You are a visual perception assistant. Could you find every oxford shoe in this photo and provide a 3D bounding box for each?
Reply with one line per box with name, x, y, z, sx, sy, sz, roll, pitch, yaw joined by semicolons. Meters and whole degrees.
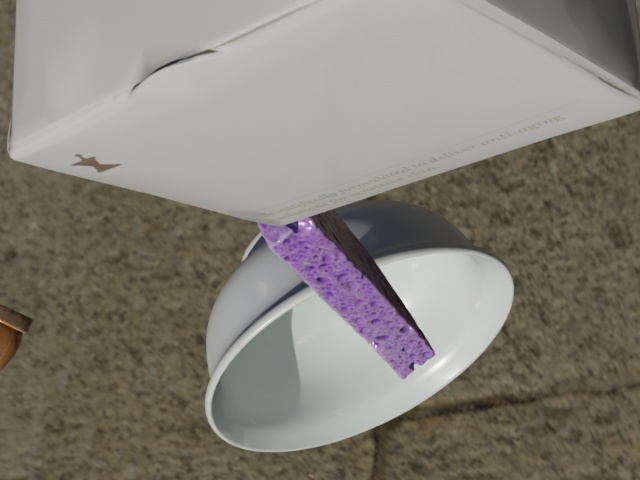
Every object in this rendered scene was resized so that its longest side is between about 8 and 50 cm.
oxford shoe;-0.393;0.086;1.246;0.212;0.076;0.076;13;76;37

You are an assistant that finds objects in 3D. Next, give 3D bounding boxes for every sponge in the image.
sponge;0.000;0.000;0.733;0.031;0.210;0.117;-36;55;5

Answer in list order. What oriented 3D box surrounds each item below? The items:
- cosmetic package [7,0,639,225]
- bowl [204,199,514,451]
cosmetic package;-0.008;-0.210;0.478;0.197;0.155;0.366;-15;70;40
bowl;0.015;0.057;1.095;0.297;0.298;0.134;-32;57;6
